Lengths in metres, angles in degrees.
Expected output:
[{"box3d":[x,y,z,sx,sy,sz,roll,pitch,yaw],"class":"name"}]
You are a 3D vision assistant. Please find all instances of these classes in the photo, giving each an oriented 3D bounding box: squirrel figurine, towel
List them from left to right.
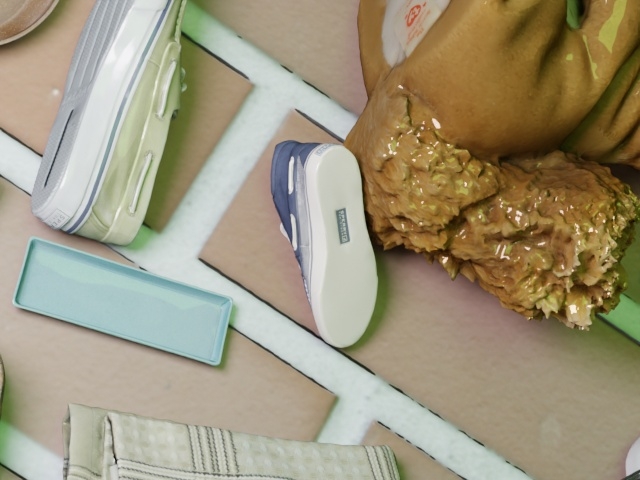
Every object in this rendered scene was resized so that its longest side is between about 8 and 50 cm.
[{"box3d":[-0.058,0.276,1.356,0.324,0.056,0.312,10,48,-21],"class":"towel"},{"box3d":[0.228,-0.110,1.587,0.370,0.281,0.397,23,79,-25],"class":"squirrel figurine"}]

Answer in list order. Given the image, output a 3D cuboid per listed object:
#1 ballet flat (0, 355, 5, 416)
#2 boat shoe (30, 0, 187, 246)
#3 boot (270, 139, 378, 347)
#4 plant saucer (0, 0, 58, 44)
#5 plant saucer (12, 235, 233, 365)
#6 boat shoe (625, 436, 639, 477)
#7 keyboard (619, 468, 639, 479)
[{"box3d":[-0.314,0.211,1.306,0.107,0.106,0.316,13,68,-17],"class":"ballet flat"},{"box3d":[-0.172,-0.137,1.500,0.094,0.109,0.302,27,72,-28],"class":"boat shoe"},{"box3d":[0.000,0.000,1.534,0.069,0.086,0.190,-10,104,-33],"class":"boot"},{"box3d":[-0.329,-0.259,1.502,0.198,0.036,0.199,7,70,-20],"class":"plant saucer"},{"box3d":[-0.174,0.056,1.467,0.192,0.018,0.067,18,66,-16],"class":"plant saucer"},{"box3d":[0.444,0.212,1.614,0.301,0.102,0.108,2,71,-21],"class":"boat shoe"},{"box3d":[0.328,0.260,1.553,0.180,0.023,0.108,-29,84,1],"class":"keyboard"}]
